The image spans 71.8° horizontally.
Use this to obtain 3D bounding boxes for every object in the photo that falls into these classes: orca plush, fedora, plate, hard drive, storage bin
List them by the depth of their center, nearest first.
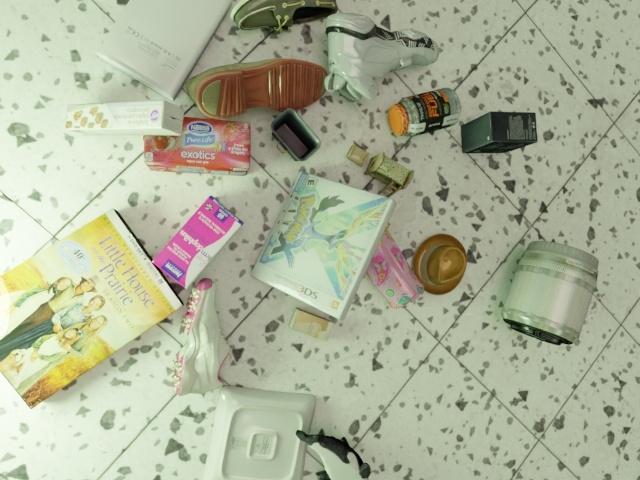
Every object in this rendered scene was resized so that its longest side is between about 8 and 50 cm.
[{"bbox_3d":[-0.403,-0.560,1.162,0.210,0.040,0.319,30,82,-13],"label":"hard drive"},{"bbox_3d":[-0.160,0.554,1.209,0.278,0.045,0.277,12,87,-14],"label":"plate"},{"bbox_3d":[-0.079,-0.275,1.217,0.098,0.091,0.135,-44,99,-11],"label":"storage bin"},{"bbox_3d":[0.043,0.603,1.247,0.287,0.102,0.151,40,114,-16],"label":"orca plush"},{"bbox_3d":[0.376,0.074,1.336,0.194,0.079,0.194,0,90,-14],"label":"fedora"}]

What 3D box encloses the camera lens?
[{"bbox_3d":[0.695,0.163,1.344,0.219,0.219,0.274,23,84,-13],"label":"camera lens"}]

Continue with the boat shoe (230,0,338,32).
[{"bbox_3d":[-0.093,-0.631,1.209,0.305,0.109,0.091,-25,91,-17],"label":"boat shoe"}]

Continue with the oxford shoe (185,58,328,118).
[{"bbox_3d":[-0.161,-0.424,1.175,0.397,0.146,0.140,-15,130,-33],"label":"oxford shoe"}]

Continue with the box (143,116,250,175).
[{"bbox_3d":[-0.312,-0.240,1.136,0.256,0.128,0.123,1,88,-14],"label":"box"}]

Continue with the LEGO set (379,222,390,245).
[{"bbox_3d":[0.068,0.051,1.175,0.287,0.107,0.132,-25,100,20],"label":"LEGO set"}]

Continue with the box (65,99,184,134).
[{"bbox_3d":[-0.465,-0.284,1.034,0.324,0.067,0.063,6,92,26],"label":"box"}]

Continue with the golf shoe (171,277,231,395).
[{"bbox_3d":[-0.296,0.251,1.155,0.140,0.115,0.306,11,93,-25],"label":"golf shoe"}]

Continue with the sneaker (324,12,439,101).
[{"bbox_3d":[0.170,-0.498,1.267,0.365,0.137,0.210,2,103,-27],"label":"sneaker"}]

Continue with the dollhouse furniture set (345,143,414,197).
[{"bbox_3d":[0.146,-0.169,1.268,0.182,0.101,0.161,28,83,-12],"label":"dollhouse furniture set"}]

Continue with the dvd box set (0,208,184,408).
[{"bbox_3d":[-0.603,0.161,1.091,0.420,0.062,0.308,-34,98,-12],"label":"dvd box set"}]

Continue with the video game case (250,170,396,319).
[{"bbox_3d":[0.000,0.000,1.166,0.300,0.036,0.329,21,82,29],"label":"video game case"}]

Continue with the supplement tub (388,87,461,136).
[{"bbox_3d":[0.304,-0.375,1.304,0.190,0.117,0.117,-18,94,-14],"label":"supplement tub"}]

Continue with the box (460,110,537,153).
[{"bbox_3d":[0.539,-0.325,1.343,0.158,0.156,0.093,-4,89,-14],"label":"box"}]

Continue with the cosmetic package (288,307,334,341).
[{"bbox_3d":[-0.027,0.238,1.249,0.115,0.041,0.060,21,84,-13],"label":"cosmetic package"}]

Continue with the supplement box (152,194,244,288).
[{"bbox_3d":[-0.313,0.003,1.143,0.111,0.114,0.220,41,82,-12],"label":"supplement box"}]

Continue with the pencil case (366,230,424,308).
[{"bbox_3d":[0.179,0.055,1.265,0.124,0.124,0.284,-34,98,-12],"label":"pencil case"}]
